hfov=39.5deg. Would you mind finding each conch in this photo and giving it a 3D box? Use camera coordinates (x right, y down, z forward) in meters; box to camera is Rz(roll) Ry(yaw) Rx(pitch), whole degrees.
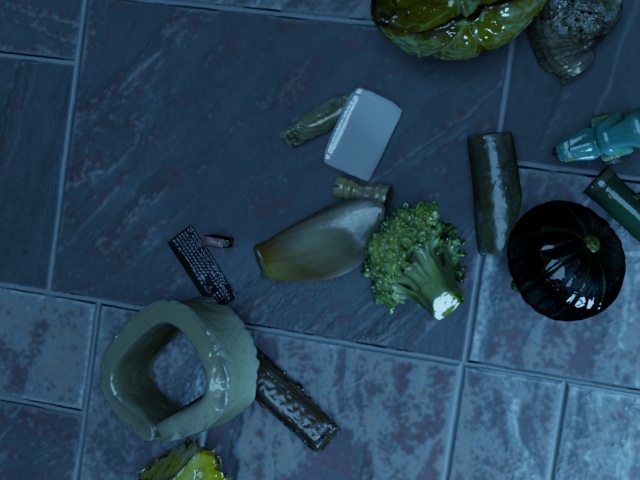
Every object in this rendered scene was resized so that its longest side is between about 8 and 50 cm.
[{"bbox_3d":[0.512,-0.444,1.816,0.178,0.163,0.245,29,117,41],"label":"conch"}]

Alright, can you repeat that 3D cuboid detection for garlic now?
[{"bbox_3d":[0.005,0.007,1.915,0.318,0.112,0.143,-24,111,11],"label":"garlic"}]

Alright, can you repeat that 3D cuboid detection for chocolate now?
[{"bbox_3d":[-0.103,0.337,1.967,0.329,0.065,0.102,41,99,9],"label":"chocolate"}]

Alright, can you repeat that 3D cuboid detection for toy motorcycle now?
[{"bbox_3d":[0.608,-0.209,1.754,0.296,0.198,0.109,-17,93,12],"label":"toy motorcycle"}]

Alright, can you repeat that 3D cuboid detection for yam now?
[{"bbox_3d":[0.363,-0.101,1.849,0.106,0.106,0.259,-6,90,11],"label":"yam"}]

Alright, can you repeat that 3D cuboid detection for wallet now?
[{"bbox_3d":[0.088,-0.229,1.919,0.124,0.032,0.183,23,95,-15],"label":"wallet"}]

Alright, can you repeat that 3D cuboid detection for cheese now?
[{"bbox_3d":[-0.309,0.287,1.926,0.332,0.153,0.292,-38,73,24],"label":"cheese"}]

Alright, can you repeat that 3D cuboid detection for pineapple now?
[{"bbox_3d":[-0.317,0.533,1.954,0.236,0.186,0.114,-27,106,29],"label":"pineapple"}]

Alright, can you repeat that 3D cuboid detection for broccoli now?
[{"bbox_3d":[0.218,0.052,1.797,0.247,0.243,0.263,10,121,-27],"label":"broccoli"}]

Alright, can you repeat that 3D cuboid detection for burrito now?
[{"bbox_3d":[-0.001,-0.262,1.944,0.188,0.045,0.058,-29,101,7],"label":"burrito"}]

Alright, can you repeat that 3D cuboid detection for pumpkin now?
[{"bbox_3d":[0.474,0.053,1.791,0.248,0.248,0.248,0,91,11],"label":"pumpkin"}]

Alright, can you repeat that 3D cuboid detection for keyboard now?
[{"bbox_3d":[-0.270,0.066,2.017,0.074,0.015,0.196,-34,85,10],"label":"keyboard"}]

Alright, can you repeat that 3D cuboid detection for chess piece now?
[{"bbox_3d":[0.090,-0.103,1.922,0.122,0.066,0.066,18,94,14],"label":"chess piece"}]

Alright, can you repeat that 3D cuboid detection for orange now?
[{"bbox_3d":[0.293,-0.489,1.796,0.368,0.210,0.271,-20,59,15],"label":"orange"}]

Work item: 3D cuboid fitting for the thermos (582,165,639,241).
[{"bbox_3d":[0.633,-0.065,1.814,0.187,0.073,0.083,44,105,5],"label":"thermos"}]

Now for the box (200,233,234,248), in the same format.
[{"bbox_3d":[-0.228,0.002,1.973,0.051,0.082,0.023,12,94,10],"label":"box"}]
